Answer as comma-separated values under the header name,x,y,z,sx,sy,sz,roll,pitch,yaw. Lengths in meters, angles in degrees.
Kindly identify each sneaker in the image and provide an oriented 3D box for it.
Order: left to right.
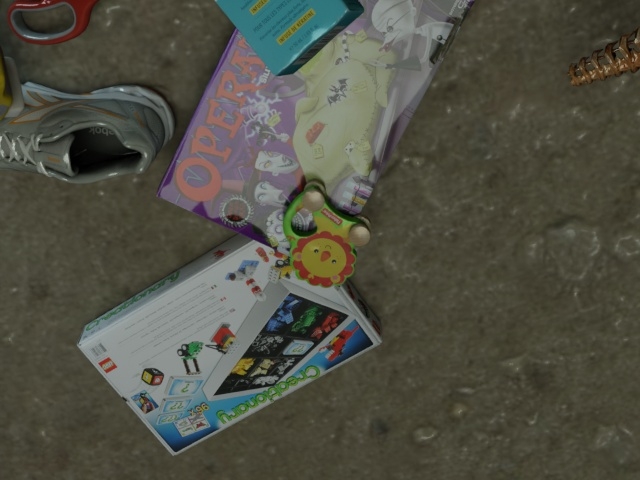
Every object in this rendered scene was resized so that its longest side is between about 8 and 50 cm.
name,x,y,z,sx,sy,sz,roll,pitch,yaw
sneaker,-0.291,-0.108,1.274,0.262,0.121,0.099,-5,118,5

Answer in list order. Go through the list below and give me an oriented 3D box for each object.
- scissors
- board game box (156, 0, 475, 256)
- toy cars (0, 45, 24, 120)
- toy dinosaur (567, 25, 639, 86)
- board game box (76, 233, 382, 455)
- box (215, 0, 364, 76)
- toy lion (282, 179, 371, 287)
name,x,y,z,sx,sy,sz,roll,pitch,yaw
scissors,-0.201,-0.256,1.192,0.297,0.021,0.109,-1,112,28
board game box,-0.006,-0.157,1.256,0.208,0.056,0.347,25,107,-7
toy cars,-0.326,-0.250,1.184,0.087,0.176,0.393,-4,118,-37
toy dinosaur,0.387,-0.244,1.132,0.322,0.218,0.164,-9,118,6
board game box,-0.106,0.111,1.422,0.305,0.053,0.193,-30,112,15
box,-0.074,-0.284,1.161,0.100,0.060,0.244,-39,87,19
toy lion,0.000,0.000,1.275,0.100,0.034,0.096,37,112,-14
